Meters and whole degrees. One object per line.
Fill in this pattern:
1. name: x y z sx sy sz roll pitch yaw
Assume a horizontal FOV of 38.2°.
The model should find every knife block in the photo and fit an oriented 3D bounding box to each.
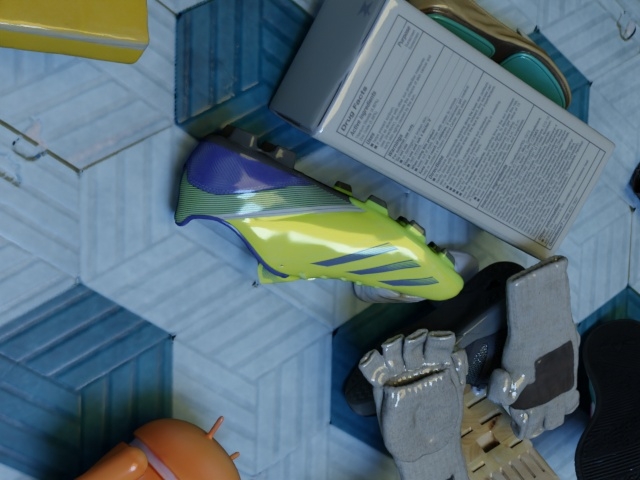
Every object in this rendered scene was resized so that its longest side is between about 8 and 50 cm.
1. knife block: 0.186 0.319 1.043 0.088 0.242 0.276 -24 62 -27

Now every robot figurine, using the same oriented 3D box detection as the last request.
1. robot figurine: -0.157 0.242 0.793 0.219 0.128 0.158 -41 107 -20

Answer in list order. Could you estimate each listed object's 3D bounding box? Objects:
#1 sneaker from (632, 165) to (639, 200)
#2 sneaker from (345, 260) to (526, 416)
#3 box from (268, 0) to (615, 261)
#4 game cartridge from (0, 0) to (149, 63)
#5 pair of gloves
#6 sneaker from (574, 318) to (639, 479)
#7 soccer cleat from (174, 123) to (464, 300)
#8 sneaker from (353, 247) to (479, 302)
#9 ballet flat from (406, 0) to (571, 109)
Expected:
1. sneaker: 0.488 -0.102 1.160 0.118 0.083 0.222 46 74 -26
2. sneaker: 0.140 0.133 0.968 0.227 0.087 0.130 -35 122 -8
3. box: 0.123 -0.111 0.907 0.311 0.121 0.148 27 96 -30
4. game cartridge: -0.289 -0.278 0.656 0.323 0.052 0.285 2 75 -29
5. pair of gloves: 0.158 0.138 0.905 0.240 0.042 0.204 -29 123 -16
6. sneaker: 0.360 0.250 1.060 0.178 0.124 0.295 62 30 -28
7. soccer cleat: -0.001 0.000 0.866 0.289 0.093 0.121 27 92 -16
8. sneaker: 0.113 0.042 0.969 0.152 0.061 0.054 -10 98 -31
9. ballet flat: 0.185 -0.209 0.978 0.232 0.080 0.073 27 54 -32
